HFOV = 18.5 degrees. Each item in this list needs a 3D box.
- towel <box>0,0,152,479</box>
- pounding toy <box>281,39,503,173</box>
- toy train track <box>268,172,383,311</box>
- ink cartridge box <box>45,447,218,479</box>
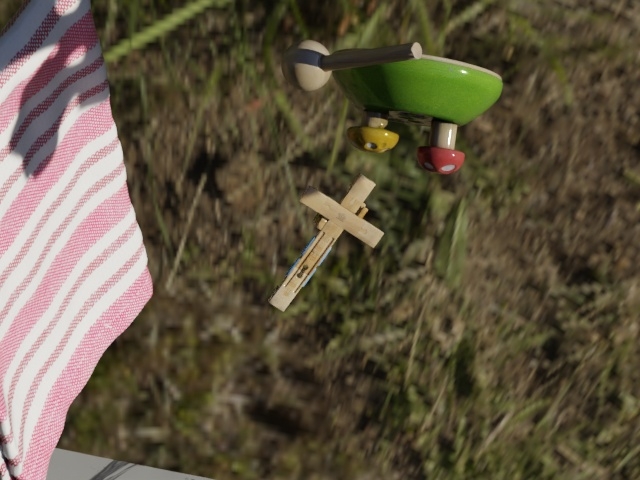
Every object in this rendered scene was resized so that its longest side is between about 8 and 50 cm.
[{"bbox_3d":[-0.116,-0.001,0.814,0.029,0.197,0.144,13,49,17],"label":"towel"},{"bbox_3d":[0.079,-0.133,2.040,0.183,0.237,0.110,6,87,34],"label":"pounding toy"},{"bbox_3d":[0.000,0.000,1.025,0.048,0.014,0.083,33,101,-16],"label":"toy train track"},{"bbox_3d":[-0.205,0.310,1.802,0.283,0.207,0.117,8,30,27],"label":"ink cartridge box"}]
